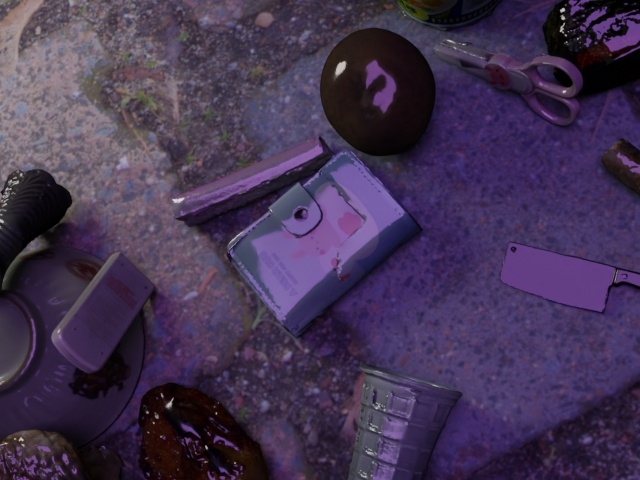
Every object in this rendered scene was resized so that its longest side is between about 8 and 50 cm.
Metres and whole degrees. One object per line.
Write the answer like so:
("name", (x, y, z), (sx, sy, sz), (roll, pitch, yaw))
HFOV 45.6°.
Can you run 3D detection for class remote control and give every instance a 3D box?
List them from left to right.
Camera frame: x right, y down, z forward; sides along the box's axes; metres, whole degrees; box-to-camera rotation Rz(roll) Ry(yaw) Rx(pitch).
("remote control", (-0.317, 0.105, 1.119), (0.029, 0.087, 0.190), (-26, 27, 35))

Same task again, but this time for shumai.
("shumai", (-0.381, 0.361, 1.089), (0.161, 0.153, 0.209), (-35, 92, 8))

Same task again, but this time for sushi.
("sushi", (0.432, -0.303, 1.074), (0.225, 0.136, 0.126), (-22, 71, 14))

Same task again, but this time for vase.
("vase", (-0.469, -0.010, 1.141), (0.116, 0.237, 0.115), (2, 120, 3))
("vase", (0.080, 0.326, 1.009), (0.143, 0.143, 0.298), (15, 83, 15))

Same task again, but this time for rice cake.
("rice cake", (-0.105, -0.093, 1.183), (0.270, 0.049, 0.055), (-22, 60, 8))

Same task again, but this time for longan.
("longan", (0.084, -0.215, 1.114), (0.168, 0.167, 0.187), (-14, 71, 9))

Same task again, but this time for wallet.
("wallet", (0.000, 0.000, 1.130), (0.250, 0.075, 0.176), (-40, 79, 1))

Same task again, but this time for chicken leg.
("chicken leg", (-0.164, 0.342, 1.074), (0.177, 0.083, 0.322), (-46, 69, -1))

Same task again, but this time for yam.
("yam", (0.504, -0.038, 1.039), (0.061, 0.061, 0.274), (-46, 72, -1))

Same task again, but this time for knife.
("knife", (0.378, 0.062, 1.065), (0.246, 0.019, 0.072), (13, 85, 17))

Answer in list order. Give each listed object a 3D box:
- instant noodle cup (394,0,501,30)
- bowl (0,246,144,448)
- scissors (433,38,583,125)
("instant noodle cup", (0.179, -0.459, 1.067), (0.285, 0.312, 0.284), (-3, 76, 10))
("bowl", (-0.451, 0.159, 1.145), (0.338, 0.157, 0.336), (-2, 78, 11))
("scissors", (0.273, -0.248, 1.125), (0.242, 0.118, 0.030), (29, 68, 31))
